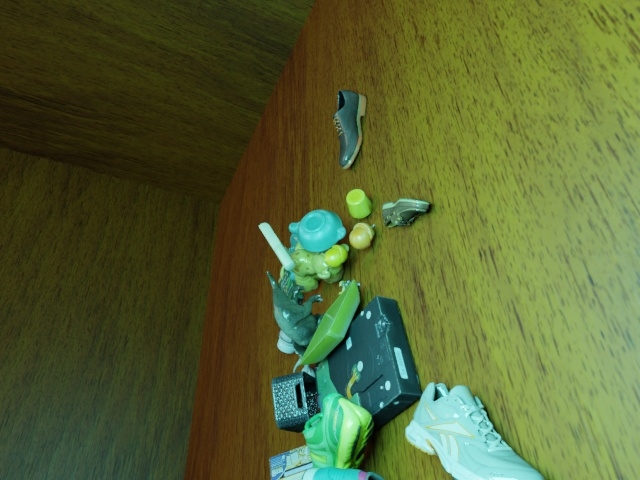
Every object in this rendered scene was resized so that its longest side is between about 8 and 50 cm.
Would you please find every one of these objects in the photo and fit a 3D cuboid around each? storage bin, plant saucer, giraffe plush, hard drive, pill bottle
[{"bbox_3d":[-0.051,0.418,1.111,0.180,0.085,0.121,60,-163,-59],"label":"storage bin"},{"bbox_3d":[0.033,0.216,1.090,0.188,0.045,0.188,-57,0,45],"label":"plant saucer"},{"bbox_3d":[0.000,0.065,1.277,0.171,0.210,0.181,5,74,37],"label":"giraffe plush"},{"bbox_3d":[0.092,0.320,1.004,0.338,0.064,0.236,-56,29,37],"label":"hard drive"},{"bbox_3d":[-0.091,0.299,1.431,0.137,0.078,0.078,-69,23,18],"label":"pill bottle"}]

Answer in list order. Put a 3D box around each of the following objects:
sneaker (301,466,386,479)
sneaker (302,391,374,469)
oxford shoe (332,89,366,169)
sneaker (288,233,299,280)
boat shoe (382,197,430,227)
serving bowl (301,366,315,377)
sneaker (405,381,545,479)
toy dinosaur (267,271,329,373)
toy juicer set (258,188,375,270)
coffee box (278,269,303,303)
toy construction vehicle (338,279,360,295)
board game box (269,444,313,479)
[{"bbox_3d":[0.094,0.551,0.794,0.179,0.124,0.295,-20,92,21],"label":"sneaker"},{"bbox_3d":[0.024,0.431,0.914,0.124,0.110,0.295,39,126,34],"label":"sneaker"},{"bbox_3d":[0.078,-0.360,1.400,0.097,0.099,0.270,-27,52,62],"label":"oxford shoe"},{"bbox_3d":[-0.073,0.050,1.497,0.275,0.110,0.106,-108,38,-54],"label":"sneaker"},{"bbox_3d":[0.195,-0.061,0.997,0.178,0.064,0.060,172,106,-73],"label":"boat shoe"},{"bbox_3d":[-0.035,0.420,1.290,0.083,0.027,0.083,-166,90,-68],"label":"serving bowl"},{"bbox_3d":[0.227,0.292,0.663,0.262,0.100,0.120,-1,71,66],"label":"sneaker"},{"bbox_3d":[-0.058,0.223,1.221,0.121,0.313,0.160,-11,27,45],"label":"toy dinosaur"},{"bbox_3d":[0.000,0.000,1.192,0.330,0.089,0.209,-19,56,11],"label":"toy juicer set"},{"bbox_3d":[-0.113,0.179,1.602,0.113,0.041,0.184,-60,27,34],"label":"coffee box"},{"bbox_3d":[0.072,0.150,1.189,0.086,0.035,0.098,-35,46,58],"label":"toy construction vehicle"},{"bbox_3d":[-0.049,0.622,1.074,0.147,0.045,0.193,-25,41,12],"label":"board game box"}]
